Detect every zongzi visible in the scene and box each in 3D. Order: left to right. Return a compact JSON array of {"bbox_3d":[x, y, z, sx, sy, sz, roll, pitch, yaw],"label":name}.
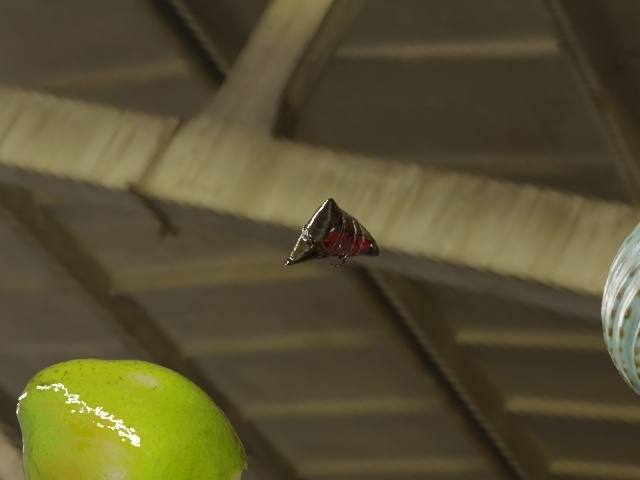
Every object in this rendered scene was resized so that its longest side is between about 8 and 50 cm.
[{"bbox_3d":[0.000,0.000,1.589,0.067,0.073,0.083,46,4,32],"label":"zongzi"}]

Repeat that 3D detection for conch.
[{"bbox_3d":[0.284,0.041,1.363,0.131,0.172,0.200,1,36,-28],"label":"conch"}]

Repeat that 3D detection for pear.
[{"bbox_3d":[-0.184,0.202,1.624,0.219,0.187,0.187,24,-21,-1],"label":"pear"}]
